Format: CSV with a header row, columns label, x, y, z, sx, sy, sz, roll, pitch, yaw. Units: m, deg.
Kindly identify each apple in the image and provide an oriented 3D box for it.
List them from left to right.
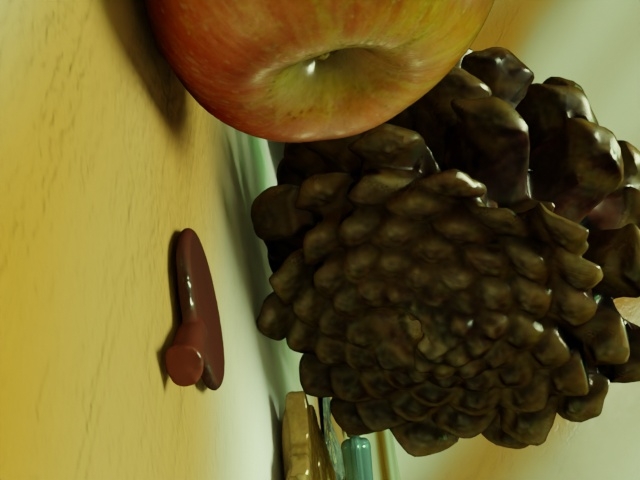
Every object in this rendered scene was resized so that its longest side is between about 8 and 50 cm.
label,x,y,z,sx,sy,sz,roll,pitch,yaw
apple,-0.013,-0.199,0.673,0.242,0.242,0.241,69,6,-67

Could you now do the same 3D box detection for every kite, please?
label,x,y,z,sx,sy,sz,roll,pitch,yaw
kite,0.007,0.172,1.300,0.141,0.015,0.245,71,13,-70

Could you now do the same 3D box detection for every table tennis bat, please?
label,x,y,z,sx,sy,sz,roll,pitch,yaw
table tennis bat,-0.070,0.047,0.616,0.155,0.019,0.098,-92,172,-77
table tennis bat,0.056,0.369,1.361,0.149,0.038,0.237,-15,99,-84

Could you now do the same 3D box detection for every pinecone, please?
label,x,y,z,sx,sy,sz,roll,pitch,yaw
pinecone,0.130,-0.019,0.967,0.384,0.384,0.384,-10,90,-85

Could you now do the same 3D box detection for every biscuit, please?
label,x,y,z,sx,sy,sz,roll,pitch,yaw
biscuit,-0.008,0.211,0.909,0.250,0.035,0.162,54,32,-78

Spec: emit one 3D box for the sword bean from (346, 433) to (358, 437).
label,x,y,z,sx,sy,sz,roll,pitch,yaw
sword bean,0.025,0.144,1.449,0.043,0.038,0.269,-64,142,-73
